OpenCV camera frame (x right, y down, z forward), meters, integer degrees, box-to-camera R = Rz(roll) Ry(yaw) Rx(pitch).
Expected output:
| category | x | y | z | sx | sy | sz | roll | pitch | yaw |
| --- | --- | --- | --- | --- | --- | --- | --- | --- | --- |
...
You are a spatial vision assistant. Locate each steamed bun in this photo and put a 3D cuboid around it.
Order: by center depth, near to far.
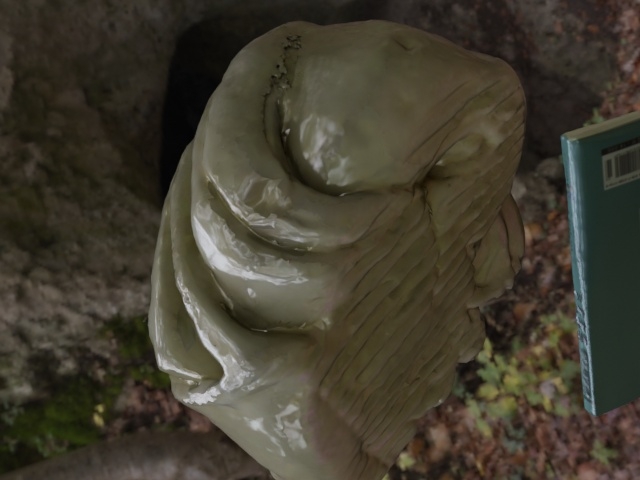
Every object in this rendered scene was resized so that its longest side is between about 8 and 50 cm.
| category | x | y | z | sx | sy | sz | roll | pitch | yaw |
| --- | --- | --- | --- | --- | --- | --- | --- | --- | --- |
| steamed bun | 0.000 | 0.000 | 0.775 | 0.247 | 0.339 | 0.352 | 24 | 159 | 37 |

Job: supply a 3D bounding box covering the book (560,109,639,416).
| category | x | y | z | sx | sy | sz | roll | pitch | yaw |
| --- | --- | --- | --- | --- | --- | --- | --- | --- | --- |
| book | 0.407 | 0.011 | 1.124 | 0.031 | 0.264 | 0.379 | -129 | 23 | -58 |
